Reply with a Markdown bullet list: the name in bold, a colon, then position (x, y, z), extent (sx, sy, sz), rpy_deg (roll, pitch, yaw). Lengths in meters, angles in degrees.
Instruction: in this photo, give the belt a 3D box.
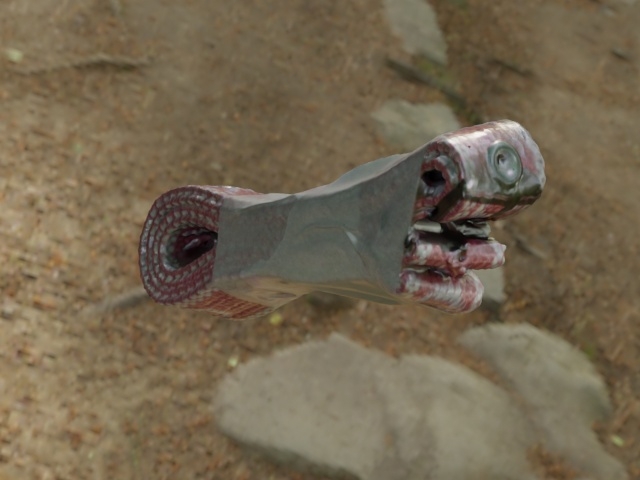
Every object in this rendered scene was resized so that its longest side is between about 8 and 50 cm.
- **belt**: position (0.000, 0.000, 0.632), extent (0.053, 0.232, 0.071), rpy_deg (8, 79, -36)
